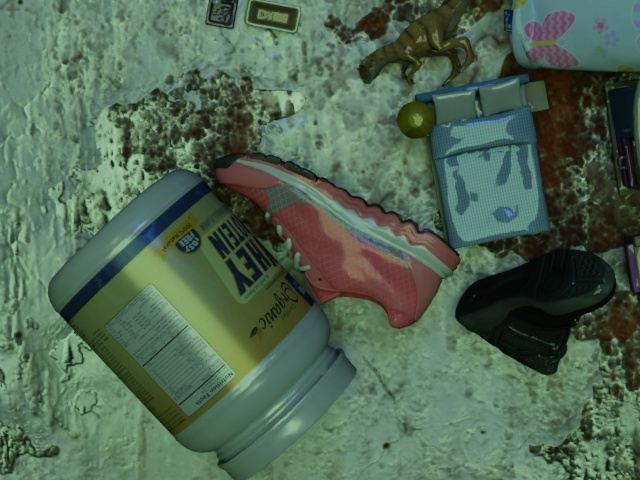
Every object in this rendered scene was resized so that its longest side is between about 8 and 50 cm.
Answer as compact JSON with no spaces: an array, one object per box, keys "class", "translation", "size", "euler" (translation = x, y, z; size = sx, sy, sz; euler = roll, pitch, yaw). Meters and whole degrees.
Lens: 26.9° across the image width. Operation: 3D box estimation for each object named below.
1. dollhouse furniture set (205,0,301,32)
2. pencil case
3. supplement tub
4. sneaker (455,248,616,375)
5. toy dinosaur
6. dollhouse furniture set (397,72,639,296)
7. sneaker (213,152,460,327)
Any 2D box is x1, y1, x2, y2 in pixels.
[{"class":"dollhouse furniture set","translation":[-0.078,-0.293,1.583],"size":[0.114,0.081,0.091],"euler":[11,95,1]},{"class":"pencil case","translation":[0.352,-0.251,1.519],"size":[0.273,0.113,0.124],"euler":[6,97,23]},{"class":"supplement tub","translation":[-0.133,0.099,1.546],"size":[0.228,0.228,0.316],"euler":[-43,93,4]},{"class":"sneaker","translation":[0.275,0.085,1.560],"size":[0.130,0.227,0.087],"euler":[38,54,-22]},{"class":"toy dinosaur","translation":[0.139,-0.249,1.591],"size":[0.211,0.064,0.112],"euler":[-40,92,4]},{"class":"dollhouse furniture set","translation":[0.255,-0.050,1.538],"size":[0.303,0.198,0.287],"euler":[-9,95,3]},{"class":"sneaker","translation":[0.000,0.000,1.572],"size":[0.313,0.116,0.136],"euler":[26,89,8]}]
